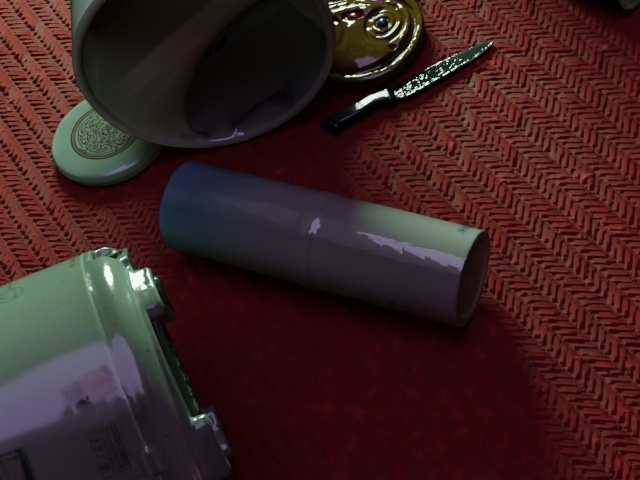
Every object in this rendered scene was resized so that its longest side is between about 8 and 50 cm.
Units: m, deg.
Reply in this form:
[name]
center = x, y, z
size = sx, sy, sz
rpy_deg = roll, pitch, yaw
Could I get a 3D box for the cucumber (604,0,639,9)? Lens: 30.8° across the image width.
[cucumber]
center = 0.233, -0.238, 1.016
size = 0.105, 0.048, 0.048
rpy_deg = 29, 68, 32

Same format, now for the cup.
[cup]
center = -0.118, -0.269, 1.024
size = 0.212, 0.212, 0.317
rpy_deg = -15, 54, 4

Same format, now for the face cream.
[face cream]
center = 0.000, 0.000, 0.894
size = 0.250, 0.077, 0.077
rpy_deg = 15, 62, 23

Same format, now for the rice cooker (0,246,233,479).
[rice cooker]
center = -0.181, 0.139, 0.751
size = 0.227, 0.280, 0.241
rpy_deg = -23, 14, -6

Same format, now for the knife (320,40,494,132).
[knife]
center = 0.077, -0.134, 1.007
size = 0.170, 0.010, 0.023
rpy_deg = -28, 54, -7

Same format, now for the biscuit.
[biscuit]
center = 0.030, -0.207, 1.059
size = 0.124, 0.026, 0.175
rpy_deg = -11, 55, 6

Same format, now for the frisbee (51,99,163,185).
[frisbee]
center = -0.190, -0.095, 1.045
size = 0.110, 0.014, 0.110
rpy_deg = -7, 55, 10
